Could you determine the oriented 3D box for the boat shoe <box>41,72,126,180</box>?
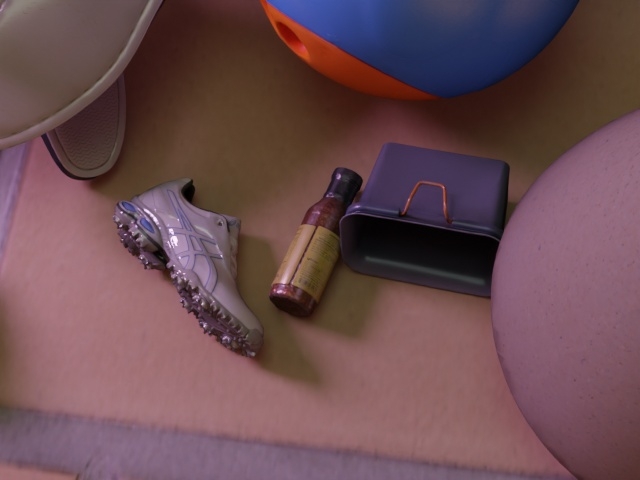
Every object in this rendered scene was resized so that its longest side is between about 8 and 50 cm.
[{"bbox_3d":[-0.227,-0.156,1.427,0.084,0.079,0.233,-12,75,-26],"label":"boat shoe"}]

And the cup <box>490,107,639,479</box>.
[{"bbox_3d":[0.307,0.022,1.148,0.331,0.237,0.331,3,70,-7],"label":"cup"}]

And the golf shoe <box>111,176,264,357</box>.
[{"bbox_3d":[-0.089,0.014,1.330,0.086,0.069,0.176,-36,67,-17],"label":"golf shoe"}]

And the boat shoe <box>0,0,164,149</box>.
[{"bbox_3d":[-0.185,-0.208,1.350,0.116,0.097,0.324,38,88,-11],"label":"boat shoe"}]

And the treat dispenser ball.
[{"bbox_3d":[0.078,-0.255,1.316,0.288,0.288,0.288,-2,64,5],"label":"treat dispenser ball"}]

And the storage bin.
[{"bbox_3d":[0.091,-0.027,1.318,0.135,0.098,0.091,9,55,10],"label":"storage bin"}]

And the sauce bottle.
[{"bbox_3d":[0.000,0.000,1.338,0.042,0.042,0.128,21,68,15],"label":"sauce bottle"}]
